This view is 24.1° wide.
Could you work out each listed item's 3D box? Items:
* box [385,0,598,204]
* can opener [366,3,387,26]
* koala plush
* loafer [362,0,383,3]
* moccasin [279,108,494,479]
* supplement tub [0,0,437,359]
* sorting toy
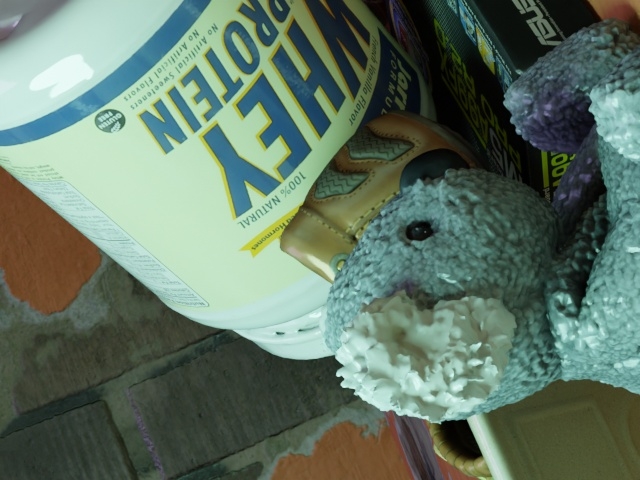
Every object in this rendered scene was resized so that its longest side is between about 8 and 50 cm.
[{"bbox_3d":[0.108,-0.130,0.988,0.216,0.060,0.270,76,171,-52],"label":"box"},{"bbox_3d":[-0.002,-0.307,1.493,0.093,0.074,0.280,-62,39,35],"label":"can opener"},{"bbox_3d":[0.104,0.019,0.726,0.196,0.221,0.203,-144,33,-80],"label":"koala plush"},{"bbox_3d":[0.017,-0.230,1.266,0.087,0.094,0.251,62,165,9],"label":"loafer"},{"bbox_3d":[0.116,0.095,0.918,0.380,0.147,0.139,49,169,-34],"label":"moccasin"},{"bbox_3d":[-0.071,-0.089,0.961,0.325,0.235,0.235,44,-168,-39],"label":"supplement tub"},{"bbox_3d":[0.176,0.156,0.817,0.038,0.208,0.193,-42,63,42],"label":"sorting toy"}]
